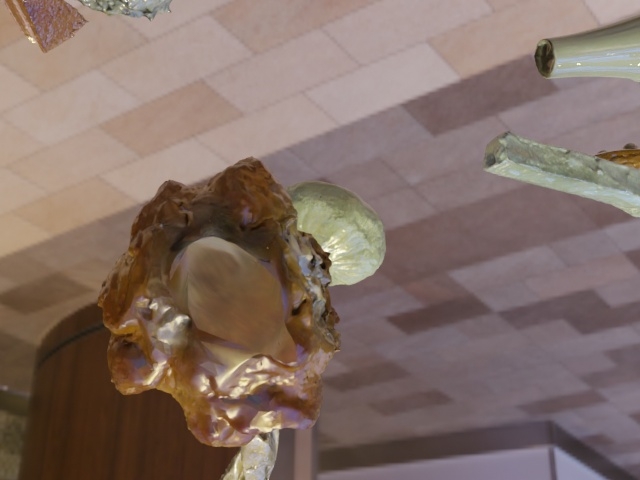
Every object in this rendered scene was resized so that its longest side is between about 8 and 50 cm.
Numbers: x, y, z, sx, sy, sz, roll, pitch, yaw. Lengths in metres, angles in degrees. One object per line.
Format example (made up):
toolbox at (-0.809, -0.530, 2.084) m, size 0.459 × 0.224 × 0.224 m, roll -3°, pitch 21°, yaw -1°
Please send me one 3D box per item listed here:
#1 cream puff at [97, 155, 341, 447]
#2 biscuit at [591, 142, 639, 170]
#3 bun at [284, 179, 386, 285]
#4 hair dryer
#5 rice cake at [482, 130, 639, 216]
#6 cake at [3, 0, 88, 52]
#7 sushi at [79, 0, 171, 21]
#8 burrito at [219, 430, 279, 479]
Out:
cream puff at (-0.092, 0.053, 1.005) m, size 0.241 × 0.268 × 0.155 m, roll 17°, pitch -178°, yaw 8°
biscuit at (0.446, -0.088, 1.375) m, size 0.302 × 0.049 × 0.197 m, roll 2°, pitch 165°, yaw -36°
bun at (0.000, 0.000, 1.642) m, size 0.195 × 0.118 × 0.195 m, roll 21°, pitch 153°, yaw 11°
hair dryer at (0.332, -0.264, 1.140) m, size 0.229 × 0.092 × 0.267 m, roll -23°, pitch 133°, yaw -5°
rice cake at (0.135, -0.030, 0.535) m, size 0.121 × 0.021 × 0.022 m, roll 12°, pitch 164°, yaw -23°
cake at (-0.581, -0.473, 2.093) m, size 0.116 × 0.112 × 0.295 m, roll 31°, pitch 172°, yaw 25°
sushi at (-0.325, -0.464, 1.719) m, size 0.139 × 0.274 × 0.184 m, roll -19°, pitch 129°, yaw -50°
burrito at (-0.092, 0.281, 1.247) m, size 0.058 × 0.063 × 0.229 m, roll -1°, pitch 129°, yaw -25°
